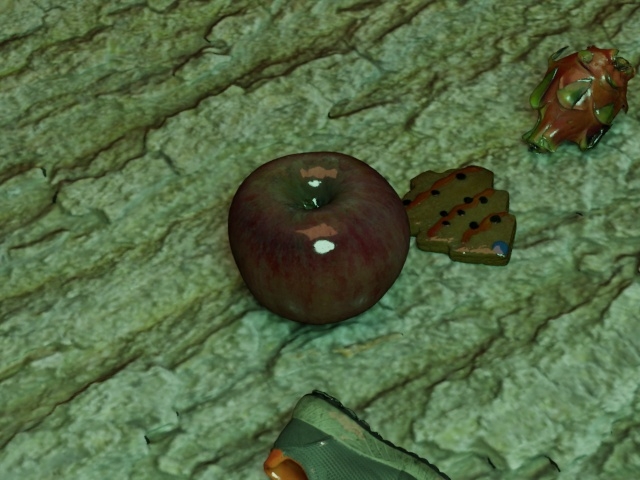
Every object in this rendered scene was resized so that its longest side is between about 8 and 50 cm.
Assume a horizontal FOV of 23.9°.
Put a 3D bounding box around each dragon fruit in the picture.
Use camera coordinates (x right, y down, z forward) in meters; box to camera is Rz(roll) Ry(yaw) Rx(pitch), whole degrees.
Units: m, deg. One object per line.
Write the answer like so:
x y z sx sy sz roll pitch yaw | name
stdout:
0.234 -0.125 1.387 0.116 0.086 0.081 -60 19 -1 | dragon fruit

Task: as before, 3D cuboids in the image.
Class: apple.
0.000 0.000 1.265 0.153 0.120 0.153 0 42 0 | apple

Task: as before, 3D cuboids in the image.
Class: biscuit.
0.126 -0.022 1.339 0.119 0.019 0.130 -30 50 -20 | biscuit

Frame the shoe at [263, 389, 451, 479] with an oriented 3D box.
0.038 0.189 1.119 0.194 0.074 0.077 33 69 35 | shoe
